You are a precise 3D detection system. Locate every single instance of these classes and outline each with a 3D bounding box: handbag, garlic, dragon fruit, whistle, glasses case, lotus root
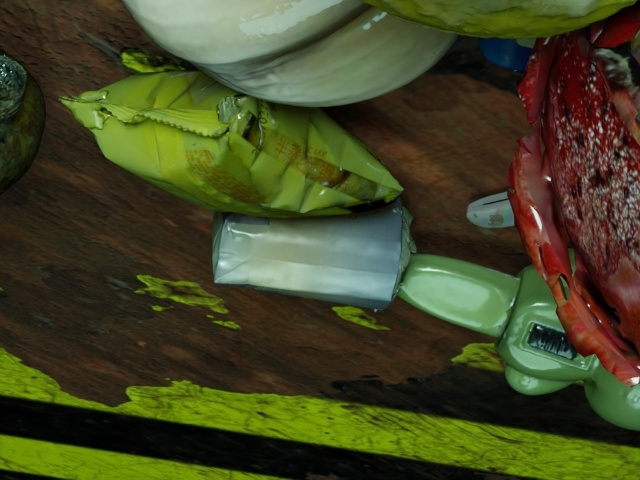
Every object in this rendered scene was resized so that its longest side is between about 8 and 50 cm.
[{"bbox_3d":[0.000,0.000,1.315,0.173,0.095,0.117,9,-162,-7],"label":"handbag"},{"bbox_3d":[-0.022,-0.147,0.981,0.228,0.110,0.217,-10,154,35],"label":"garlic"},{"bbox_3d":[0.255,-0.054,0.876,0.295,0.302,0.295,46,158,25],"label":"dragon fruit"},{"bbox_3d":[0.216,0.070,1.407,0.294,0.141,0.141,24,158,10],"label":"whistle"},{"bbox_3d":[0.154,-0.026,1.296,0.083,0.021,0.032,-12,147,38],"label":"glasses case"},{"bbox_3d":[-0.262,-0.086,1.184,0.120,0.120,0.209,19,153,-23],"label":"lotus root"}]

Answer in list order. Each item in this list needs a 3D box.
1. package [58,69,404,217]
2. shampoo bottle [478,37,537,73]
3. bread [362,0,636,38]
[{"bbox_3d":[-0.059,-0.068,1.165,0.168,0.090,0.226,5,170,33],"label":"package"},{"bbox_3d":[0.146,-0.160,0.962,0.087,0.050,0.183,3,156,-1],"label":"shampoo bottle"},{"bbox_3d":[0.082,-0.194,0.757,0.197,0.170,0.197,6,158,3],"label":"bread"}]
